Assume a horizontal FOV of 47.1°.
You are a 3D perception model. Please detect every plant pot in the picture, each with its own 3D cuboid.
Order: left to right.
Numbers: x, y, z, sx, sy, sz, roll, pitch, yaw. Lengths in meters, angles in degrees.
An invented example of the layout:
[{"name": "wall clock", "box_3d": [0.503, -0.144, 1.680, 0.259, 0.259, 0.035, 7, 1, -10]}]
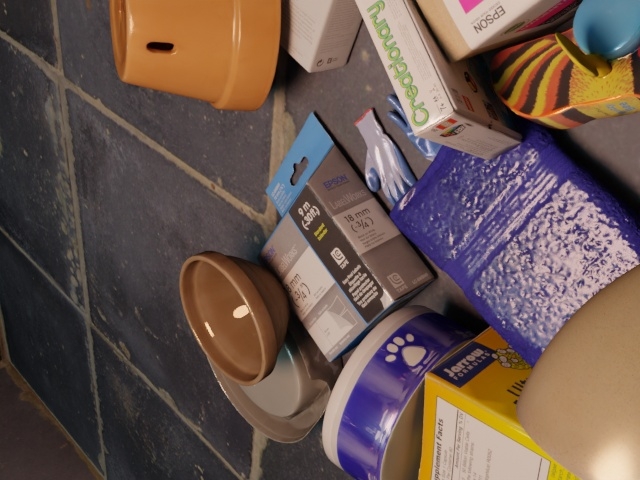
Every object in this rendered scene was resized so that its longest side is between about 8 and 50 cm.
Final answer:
[{"name": "plant pot", "box_3d": [-0.200, -0.339, 1.096, 0.291, 0.203, 0.291, 176, 90, -69]}, {"name": "plant pot", "box_3d": [-0.130, 0.118, 1.251, 0.237, 0.110, 0.237, 28, 131, 39]}, {"name": "plant pot", "box_3d": [0.352, 0.122, 0.688, 0.284, 0.284, 0.191, 25, 105, 40]}]

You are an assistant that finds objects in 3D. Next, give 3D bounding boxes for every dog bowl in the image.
[{"name": "dog bowl", "box_3d": [-0.096, 0.218, 1.443, 0.349, 0.102, 0.349, 27, 129, 40]}, {"name": "dog bowl", "box_3d": [0.129, 0.231, 1.047, 0.104, 0.265, 0.265, 27, 129, 35]}]

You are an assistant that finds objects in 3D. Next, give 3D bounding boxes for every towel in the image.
[{"name": "towel", "box_3d": [0.251, -0.009, 0.896, 0.308, 0.076, 0.227, 50, 124, 22]}]

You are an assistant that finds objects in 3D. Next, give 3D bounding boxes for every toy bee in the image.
[{"name": "toy bee", "box_3d": [0.296, -0.161, 0.677, 0.298, 0.195, 0.162, 142, 126, -61]}]

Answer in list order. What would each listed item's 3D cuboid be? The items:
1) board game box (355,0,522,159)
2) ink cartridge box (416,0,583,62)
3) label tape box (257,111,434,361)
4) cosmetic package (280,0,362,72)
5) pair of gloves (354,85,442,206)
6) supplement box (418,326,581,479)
[{"name": "board game box", "box_3d": [0.110, -0.242, 0.815, 0.053, 0.193, 0.305, -30, 71, 29]}, {"name": "ink cartridge box", "box_3d": [0.236, -0.275, 0.696, 0.235, 0.193, 0.088, -29, 88, 53]}, {"name": "label tape box", "box_3d": [0.000, 0.000, 1.199, 0.333, 0.106, 0.240, 54, 143, 13]}, {"name": "cosmetic package", "box_3d": [0.008, -0.362, 1.012, 0.117, 0.085, 0.231, 48, 138, 23]}, {"name": "pair of gloves", "box_3d": [0.118, -0.133, 1.057, 0.198, 0.023, 0.159, -31, 85, 52]}, {"name": "supplement box", "box_3d": [0.319, 0.275, 0.903, 0.356, 0.195, 0.194, 26, 128, 39]}]
